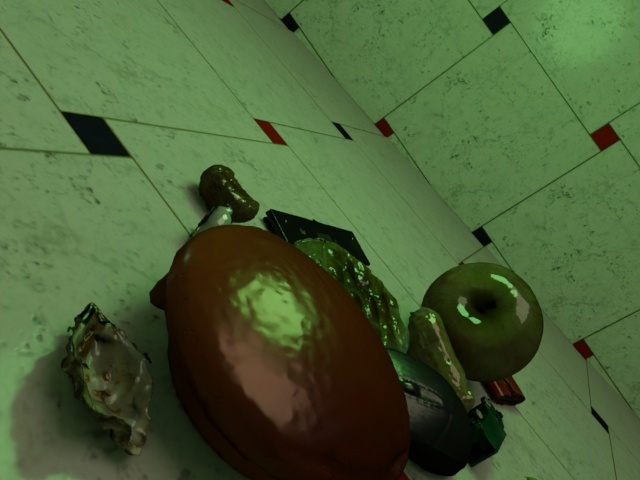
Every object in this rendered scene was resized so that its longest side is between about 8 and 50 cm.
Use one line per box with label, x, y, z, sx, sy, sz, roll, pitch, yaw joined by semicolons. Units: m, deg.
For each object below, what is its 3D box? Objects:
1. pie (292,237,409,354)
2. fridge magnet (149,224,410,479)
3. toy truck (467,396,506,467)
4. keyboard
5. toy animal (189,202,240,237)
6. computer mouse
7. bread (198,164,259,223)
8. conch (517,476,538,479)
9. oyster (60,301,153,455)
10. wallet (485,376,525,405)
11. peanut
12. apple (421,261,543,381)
pie;0.051;0.109;1.025;0.306;0.071;0.306;43;23;-23
fridge magnet;-0.033;0.136;0.696;0.364;0.155;0.363;40;23;-20
toy truck;0.295;0.347;1.101;0.079;0.065;0.147;55;22;13
keyboard;0.000;0.000;1.206;0.317;0.027;0.106;13;43;-56
toy animal;-0.127;0.011;0.865;0.124;0.071;0.085;43;20;-12
computer mouse;0.162;0.263;0.904;0.270;0.086;0.137;42;37;-29
bread;-0.159;-0.074;0.976;0.113;0.060;0.082;53;20;21
conch;0.432;0.501;1.092;0.170;0.079;0.106;47;4;19
oyster;-0.201;0.120;0.545;0.103;0.051;0.148;54;12;-42
wallet;0.410;0.301;1.445;0.142;0.045;0.204;24;31;-47
peanut;0.219;0.228;1.117;0.100;0.099;0.214;18;40;-53
apple;0.339;0.178;1.269;0.256;0.257;0.234;58;-8;27
